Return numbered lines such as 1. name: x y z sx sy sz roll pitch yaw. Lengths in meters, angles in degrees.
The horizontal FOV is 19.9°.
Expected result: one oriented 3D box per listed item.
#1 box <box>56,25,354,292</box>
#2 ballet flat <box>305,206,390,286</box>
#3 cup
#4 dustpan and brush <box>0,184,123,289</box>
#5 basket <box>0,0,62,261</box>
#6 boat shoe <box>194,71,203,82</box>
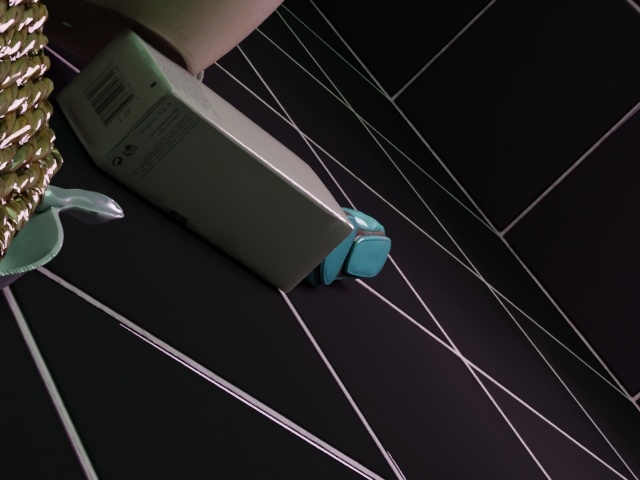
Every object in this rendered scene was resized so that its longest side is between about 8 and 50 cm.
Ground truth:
1. box: -0.097 -0.066 1.605 0.275 0.094 0.113 37 13 -45
2. ballet flat: 0.000 0.000 1.850 0.087 0.083 0.247 23 3 16
3. cup: -0.150 -0.281 1.627 0.331 0.237 0.331 18 -15 5
4. dustpan and brush: -0.192 -0.023 1.116 0.147 0.060 0.211 50 11 25
5. basket: -0.262 -0.102 0.936 0.299 0.213 0.223 -87 177 -72
6. boat shoe: -0.213 -0.222 1.815 0.228 0.081 0.068 42 1 -34
